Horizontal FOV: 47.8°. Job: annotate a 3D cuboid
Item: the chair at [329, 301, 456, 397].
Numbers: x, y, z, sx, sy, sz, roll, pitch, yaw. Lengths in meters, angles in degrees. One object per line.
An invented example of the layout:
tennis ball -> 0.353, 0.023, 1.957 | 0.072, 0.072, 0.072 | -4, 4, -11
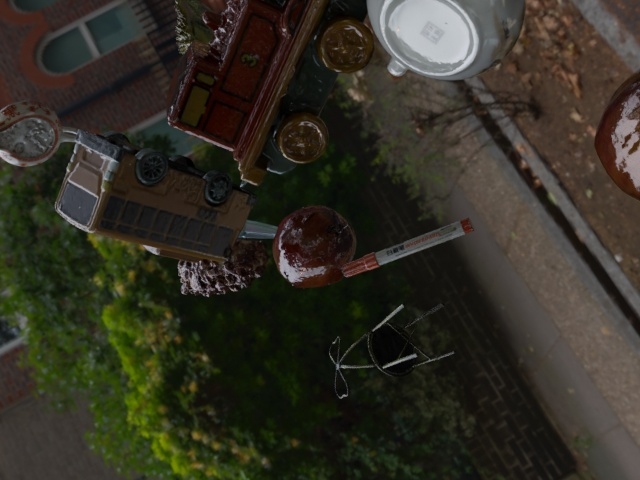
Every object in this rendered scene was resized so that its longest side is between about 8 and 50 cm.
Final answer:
chair -> 0.172, 0.273, 1.816 | 0.325, 0.170, 0.160 | -43, 53, 48

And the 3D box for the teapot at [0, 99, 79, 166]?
teapot -> -0.679, -0.253, 1.701 | 0.116, 0.245, 0.159 | 28, 122, 47

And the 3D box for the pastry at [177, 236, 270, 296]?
pastry -> -0.194, 0.049, 1.409 | 0.097, 0.208, 0.115 | 18, -113, -42

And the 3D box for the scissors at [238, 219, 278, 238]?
scissors -> -0.220, -0.035, 1.871 | 0.030, 0.255, 0.125 | 28, -111, -79

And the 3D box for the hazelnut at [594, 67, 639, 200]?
hazelnut -> 0.709, -0.208, 1.326 | 0.366, 0.365, 0.366 | 61, 177, 6

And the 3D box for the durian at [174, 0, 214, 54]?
durian -> -0.267, -0.438, 1.521 | 0.208, 0.102, 0.146 | 58, -154, -27

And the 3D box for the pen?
pen -> 0.149, 0.014, 1.252 | 0.028, 0.239, 0.028 | -21, -90, -77

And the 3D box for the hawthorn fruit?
hawthorn fruit -> 0.000, 0.000, 1.491 | 0.181, 0.181, 0.235 | 61, 146, 11

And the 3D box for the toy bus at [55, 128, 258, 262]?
toy bus -> -0.177, -0.042, 0.807 | 0.098, 0.114, 0.201 | 25, -175, 41

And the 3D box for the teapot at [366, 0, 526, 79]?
teapot -> 0.156, -0.300, 0.928 | 0.204, 0.139, 0.298 | 34, 151, -12

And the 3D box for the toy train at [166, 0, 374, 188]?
toy train -> -0.078, -0.244, 1.037 | 0.231, 0.369, 0.163 | 18, -156, -20
